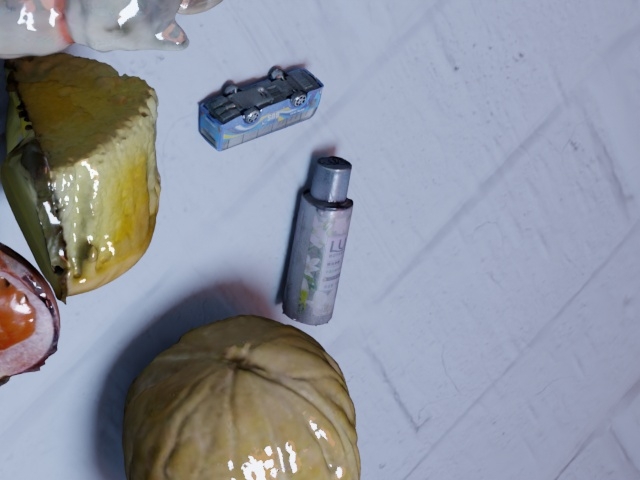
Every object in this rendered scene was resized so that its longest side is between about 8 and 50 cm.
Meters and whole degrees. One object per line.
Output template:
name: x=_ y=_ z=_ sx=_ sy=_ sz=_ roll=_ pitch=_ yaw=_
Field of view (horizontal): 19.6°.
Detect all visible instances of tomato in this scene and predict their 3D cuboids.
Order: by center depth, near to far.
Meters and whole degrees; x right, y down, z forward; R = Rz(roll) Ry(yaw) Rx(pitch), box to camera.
tomato: x=-0.377 y=0.060 z=1.907 sx=0.228 sy=0.112 sz=0.199 roll=-26 pitch=125 yaw=19

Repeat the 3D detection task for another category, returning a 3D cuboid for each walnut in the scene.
walnut: x=-0.096 y=0.255 z=2.212 sx=0.333 sy=0.333 sz=0.333 roll=-26 pitch=132 yaw=-31

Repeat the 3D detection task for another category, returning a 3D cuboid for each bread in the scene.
bread: x=-0.238 y=-0.062 z=1.854 sx=0.162 sy=0.262 sz=0.204 roll=-5 pitch=127 yaw=-13

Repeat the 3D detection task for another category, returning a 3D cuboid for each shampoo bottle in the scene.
shampoo bottle: x=0.000 y=0.000 z=2.293 sx=0.072 sy=0.072 sz=0.214 roll=-13 pitch=125 yaw=-40

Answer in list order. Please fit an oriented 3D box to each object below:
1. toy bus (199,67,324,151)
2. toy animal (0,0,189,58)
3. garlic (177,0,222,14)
toy bus: x=-0.069 y=-0.152 z=2.134 sx=0.153 sy=0.051 sz=0.061 roll=-22 pitch=143 yaw=-35
toy animal: x=-0.267 y=-0.271 z=1.753 sx=0.266 sy=0.188 sz=0.308 roll=-33 pitch=140 yaw=-12
garlic: x=-0.129 y=-0.283 z=1.966 sx=0.084 sy=0.066 sz=0.152 roll=38 pitch=71 yaw=-29
